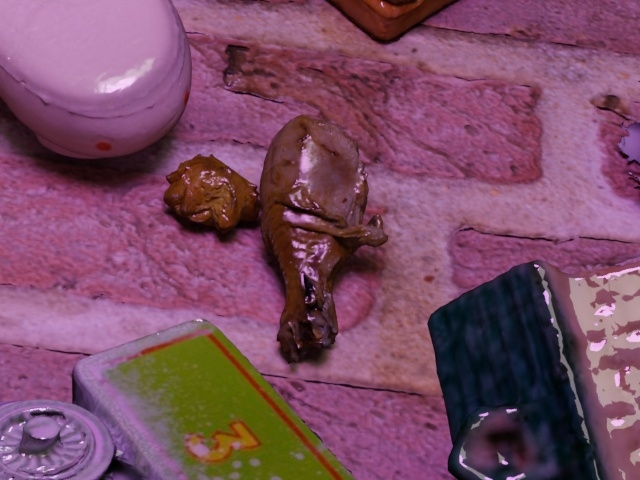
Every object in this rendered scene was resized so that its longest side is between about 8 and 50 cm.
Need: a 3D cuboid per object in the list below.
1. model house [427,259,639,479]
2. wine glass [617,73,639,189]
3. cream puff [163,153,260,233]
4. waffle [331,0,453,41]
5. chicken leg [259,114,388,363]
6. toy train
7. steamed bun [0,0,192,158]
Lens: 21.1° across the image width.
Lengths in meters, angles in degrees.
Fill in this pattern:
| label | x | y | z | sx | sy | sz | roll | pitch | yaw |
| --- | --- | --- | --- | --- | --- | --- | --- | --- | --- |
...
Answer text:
| label | x | y | z | sx | sy | sz | roll | pitch | yaw |
| --- | --- | --- | --- | --- | --- | --- | --- | --- | --- |
| model house | 0.223 | 0.199 | 1.110 | 0.342 | 0.334 | 0.382 | -10 | 72 | 2 |
| wine glass | 0.448 | -0.095 | 1.616 | 0.321 | 0.143 | 0.143 | 6 | 49 | -6 |
| cream puff | -0.093 | -0.045 | 1.508 | 0.083 | 0.058 | 0.083 | -23 | 56 | -31 |
| waffle | 0.023 | -0.359 | 1.782 | 0.327 | 0.098 | 0.224 | 40 | 51 | 20 |
| chicken leg | 0.000 | 0.000 | 1.475 | 0.103 | 0.088 | 0.228 | 21 | 54 | -44 |
| toy train | -0.108 | 0.209 | 1.201 | 0.249 | 0.173 | 0.307 | -17 | 44 | -31 |
| steamed bun | -0.210 | -0.163 | 1.537 | 0.177 | 0.131 | 0.228 | -33 | 64 | -21 |
